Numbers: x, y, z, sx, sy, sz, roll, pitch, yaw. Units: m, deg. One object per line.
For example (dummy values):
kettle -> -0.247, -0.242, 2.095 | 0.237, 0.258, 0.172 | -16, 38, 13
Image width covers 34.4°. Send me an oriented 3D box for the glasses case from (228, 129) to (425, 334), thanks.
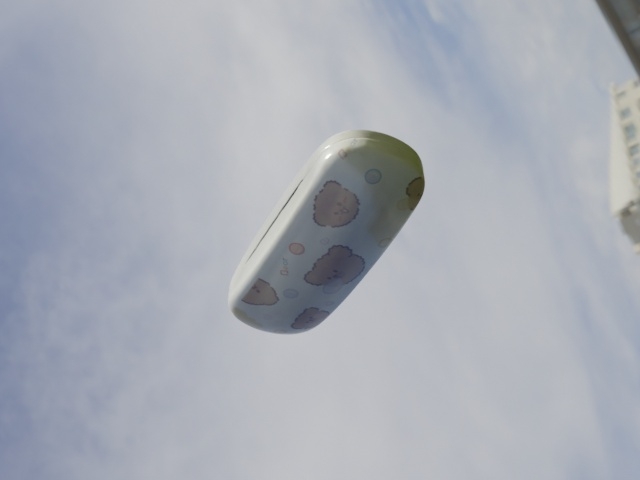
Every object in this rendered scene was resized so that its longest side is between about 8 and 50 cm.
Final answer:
glasses case -> 0.000, 0.000, 0.593 | 0.063, 0.164, 0.041 | 18, -136, -21
